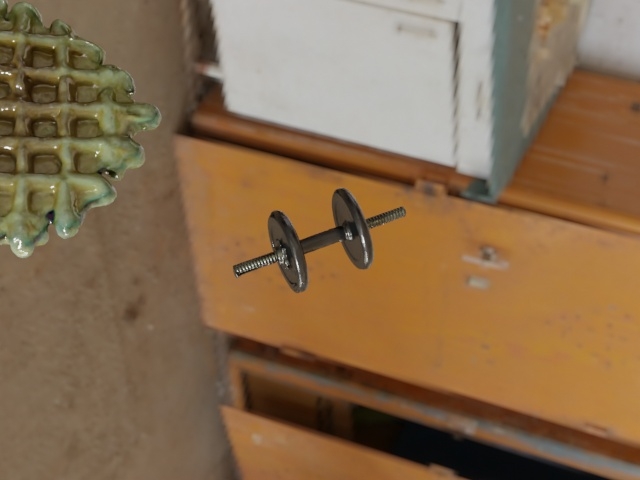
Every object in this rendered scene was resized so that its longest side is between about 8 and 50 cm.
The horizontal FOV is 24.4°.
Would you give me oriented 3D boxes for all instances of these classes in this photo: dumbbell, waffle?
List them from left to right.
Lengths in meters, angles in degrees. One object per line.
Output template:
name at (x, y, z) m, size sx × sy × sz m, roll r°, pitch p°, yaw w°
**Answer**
waffle at (-0.348, -0.126, 1.592) m, size 0.292 × 0.309 × 0.056 m, roll -47°, pitch 171°, yaw -24°
dumbbell at (0.000, 0.000, 1.165) m, size 0.147 × 0.069 × 0.069 m, roll -19°, pitch 136°, yaw -14°
